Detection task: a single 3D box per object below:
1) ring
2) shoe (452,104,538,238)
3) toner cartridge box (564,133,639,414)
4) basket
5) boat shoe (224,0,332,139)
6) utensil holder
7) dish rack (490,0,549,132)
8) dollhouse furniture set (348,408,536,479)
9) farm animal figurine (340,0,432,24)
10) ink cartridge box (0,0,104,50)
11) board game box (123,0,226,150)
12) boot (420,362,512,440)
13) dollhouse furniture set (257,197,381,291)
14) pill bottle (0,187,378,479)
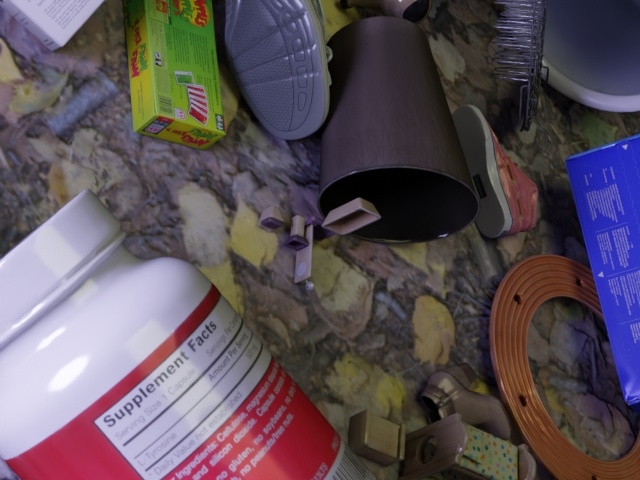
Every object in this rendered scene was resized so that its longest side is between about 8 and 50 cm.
[{"bbox_3d":[0.329,0.176,1.732,0.337,0.032,0.336,21,55,-33],"label":"ring"},{"bbox_3d":[0.224,-0.090,1.767,0.081,0.063,0.178,-6,77,-46],"label":"shoe"},{"bbox_3d":[0.438,0.034,1.762,0.075,0.165,0.347,38,39,-60],"label":"toner cartridge box"},{"bbox_3d":[0.077,-0.135,1.593,0.204,0.154,0.227,15,54,-35],"label":"basket"},{"bbox_3d":[-0.052,-0.274,1.548,0.103,0.118,0.320,-25,97,-62],"label":"boat shoe"},{"bbox_3d":[0.495,-0.397,2.010,0.327,0.327,0.385,57,39,-1],"label":"utensil holder"},{"bbox_3d":[0.270,-0.288,1.831,0.208,0.074,0.271,-54,147,-64],"label":"dish rack"},{"bbox_3d":[0.128,0.271,1.436,0.182,0.101,0.161,26,51,-30],"label":"dollhouse furniture set"},{"bbox_3d":[0.149,-0.453,1.709,0.327,0.172,0.330,-35,127,-44],"label":"farm animal figurine"},{"bbox_3d":[-0.288,-0.310,1.349,0.203,0.086,0.148,43,80,-16],"label":"ink cartridge box"},{"bbox_3d":[-0.159,-0.195,1.479,0.092,0.043,0.181,13,59,-39],"label":"board game box"},{"bbox_3d":[0.163,0.198,1.562,0.087,0.042,0.118,-36,92,-41],"label":"boot"},{"bbox_3d":[0.000,0.000,1.467,0.091,0.114,0.081,24,57,-35],"label":"dollhouse furniture set"},{"bbox_3d":[-0.132,0.165,1.162,0.407,0.229,0.229,51,43,-8],"label":"pill bottle"}]
